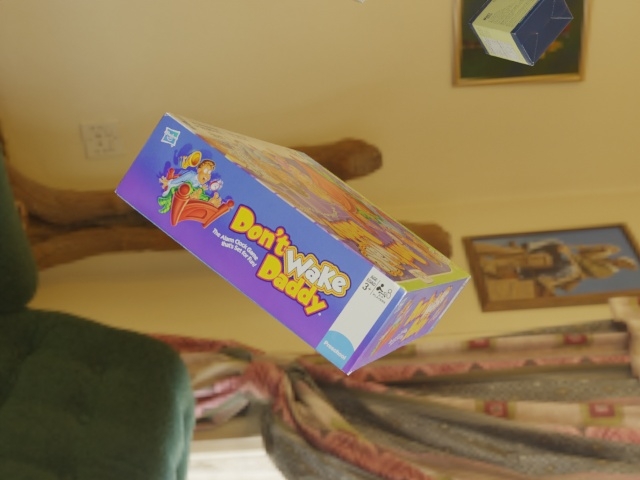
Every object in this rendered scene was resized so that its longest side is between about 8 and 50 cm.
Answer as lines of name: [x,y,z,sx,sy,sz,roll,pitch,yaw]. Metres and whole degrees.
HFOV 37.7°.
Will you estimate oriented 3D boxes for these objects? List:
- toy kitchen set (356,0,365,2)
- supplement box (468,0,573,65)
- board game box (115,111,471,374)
toy kitchen set: [-0.010,-0.267,0.542,0.207,0.122,0.166,-67,162,11]
supplement box: [0.244,-0.269,1.144,0.083,0.083,0.056,31,-14,50]
board game box: [0.000,0.000,0.856,0.078,0.233,0.347,-55,167,9]
